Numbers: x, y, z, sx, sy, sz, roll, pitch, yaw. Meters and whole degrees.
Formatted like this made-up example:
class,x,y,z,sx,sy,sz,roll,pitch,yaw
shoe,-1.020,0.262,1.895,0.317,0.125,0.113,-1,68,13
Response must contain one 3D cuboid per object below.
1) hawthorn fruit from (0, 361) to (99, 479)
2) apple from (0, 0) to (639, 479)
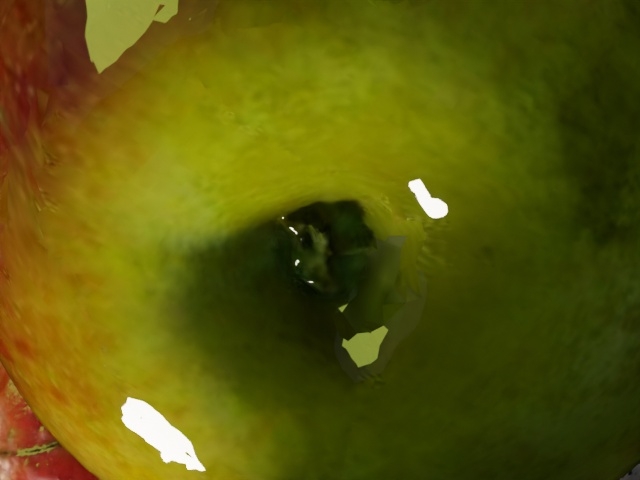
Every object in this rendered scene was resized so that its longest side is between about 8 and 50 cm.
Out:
class,x,y,z,sx,sy,sz,roll,pitch,yaw
hawthorn fruit,-0.155,0.134,1.015,0.262,0.258,0.258,80,-149,-66
apple,0.017,-0.032,0.531,0.339,0.340,0.339,-55,15,23
